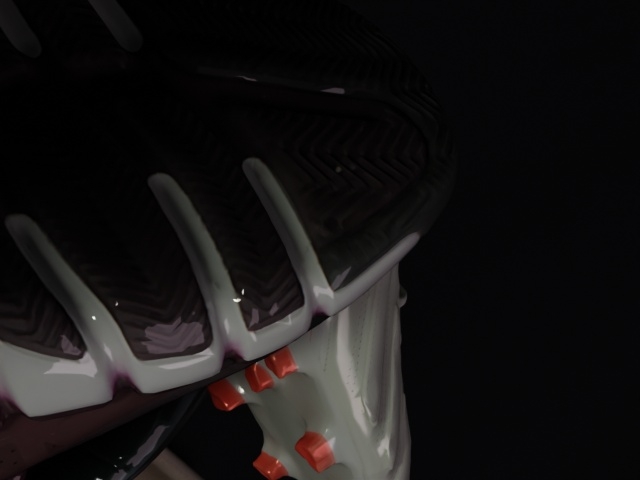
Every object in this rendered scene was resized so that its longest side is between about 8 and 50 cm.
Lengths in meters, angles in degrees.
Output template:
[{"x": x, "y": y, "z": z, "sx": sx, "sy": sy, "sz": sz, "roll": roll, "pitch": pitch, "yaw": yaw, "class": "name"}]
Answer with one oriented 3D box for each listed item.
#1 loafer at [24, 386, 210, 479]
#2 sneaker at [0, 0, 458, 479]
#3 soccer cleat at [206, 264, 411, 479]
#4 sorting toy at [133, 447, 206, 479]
[{"x": -0.056, "y": 0.037, "z": 0.597, "sx": 0.170, "sy": 0.062, "sz": 0.061, "roll": -44, "pitch": 165, "yaw": 0, "class": "loafer"}, {"x": -0.109, "y": 0.034, "z": 0.438, "sx": 0.281, "sy": 0.106, "sz": 0.162, "roll": -19, "pitch": 155, "yaw": -26, "class": "sneaker"}, {"x": 0.000, "y": 0.000, "z": 0.526, "sx": 0.076, "sy": 0.068, "sz": 0.196, "roll": -34, "pitch": 125, "yaw": -23, "class": "soccer cleat"}, {"x": -0.129, "y": 0.151, "z": 0.697, "sx": 0.208, "sy": 0.038, "sz": 0.193, "roll": -44, "pitch": 160, "yaw": -6, "class": "sorting toy"}]
